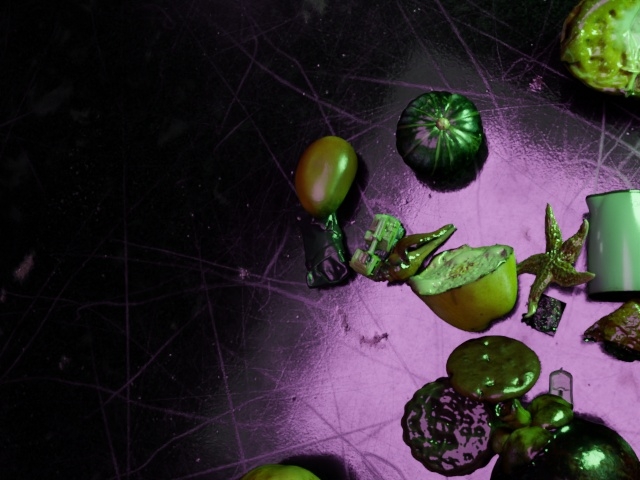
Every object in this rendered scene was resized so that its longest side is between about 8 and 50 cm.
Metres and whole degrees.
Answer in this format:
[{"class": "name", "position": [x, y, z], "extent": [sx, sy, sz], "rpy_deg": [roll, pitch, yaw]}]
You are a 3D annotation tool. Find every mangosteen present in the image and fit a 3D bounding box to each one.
[{"class": "mangosteen", "position": [0.492, 0.492, 1.415], "extent": [0.330, 0.330, 0.329], "rpy_deg": [-3, 80, 18]}]

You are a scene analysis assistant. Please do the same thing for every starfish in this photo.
[{"class": "starfish", "position": [0.522, 0.048, 1.551], "extent": [0.236, 0.062, 0.277], "rpy_deg": [-8, 59, 60]}]

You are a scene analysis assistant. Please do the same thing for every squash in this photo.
[{"class": "squash", "position": [0.288, -0.259, 1.678], "extent": [0.218, 0.172, 0.218], "rpy_deg": [-4, 75, 13]}]

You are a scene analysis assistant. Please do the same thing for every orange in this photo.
[{"class": "orange", "position": [0.736, -0.462, 1.532], "extent": [0.369, 0.210, 0.270], "rpy_deg": [13, 123, 22]}]

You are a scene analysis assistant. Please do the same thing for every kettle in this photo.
[{"class": "kettle", "position": [0.695, 0.009, 1.513], "extent": [0.222, 0.161, 0.236], "rpy_deg": [2, 76, 0]}]

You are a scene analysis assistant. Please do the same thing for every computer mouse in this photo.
[{"class": "computer mouse", "position": [0.545, 0.343, 1.563], "extent": [0.056, 0.032, 0.110], "rpy_deg": [2, 73, 18]}]

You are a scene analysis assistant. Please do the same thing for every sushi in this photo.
[{"class": "sushi", "position": [0.513, 0.167, 1.590], "extent": [0.085, 0.056, 0.083], "rpy_deg": [23, 89, 20]}, {"class": "sushi", "position": [0.715, 0.210, 1.478], "extent": [0.287, 0.149, 0.140], "rpy_deg": [20, 106, -5]}]

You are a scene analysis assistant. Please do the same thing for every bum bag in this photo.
[{"class": "bum bag", "position": [0.000, 0.000, 1.790], "extent": [0.123, 0.060, 0.248], "rpy_deg": [-20, 73, 18]}]

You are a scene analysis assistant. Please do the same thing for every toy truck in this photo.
[{"class": "toy truck", "position": [0.137, 0.010, 1.721], "extent": [0.077, 0.100, 0.168], "rpy_deg": [31, 91, 22]}]

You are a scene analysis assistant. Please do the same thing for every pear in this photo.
[{"class": "pear", "position": [0.345, 0.127, 1.596], "extent": [0.267, 0.267, 0.178], "rpy_deg": [-20, 101, 15]}]

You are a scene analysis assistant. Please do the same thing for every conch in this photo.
[{"class": "conch", "position": [0.225, 0.027, 1.700], "extent": [0.232, 0.086, 0.080], "rpy_deg": [-51, 48, -1]}]

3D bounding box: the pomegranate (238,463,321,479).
[{"class": "pomegranate", "position": [-0.094, 0.662, 1.604], "extent": [0.308, 0.307, 0.307], "rpy_deg": [-3, 80, 18]}]

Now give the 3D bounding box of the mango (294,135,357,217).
[{"class": "mango", "position": [0.008, -0.165, 1.774], "extent": [0.152, 0.120, 0.221], "rpy_deg": [20, 75, 22]}]

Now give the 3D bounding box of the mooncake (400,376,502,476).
[{"class": "mooncake", "position": [0.301, 0.426, 1.583], "extent": [0.228, 0.124, 0.228], "rpy_deg": [-4, 79, 19]}]

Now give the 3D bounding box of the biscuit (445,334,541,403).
[{"class": "biscuit", "position": [0.389, 0.284, 1.554], "extent": [0.212, 0.212, 0.036], "rpy_deg": [0, 124, 19]}]
